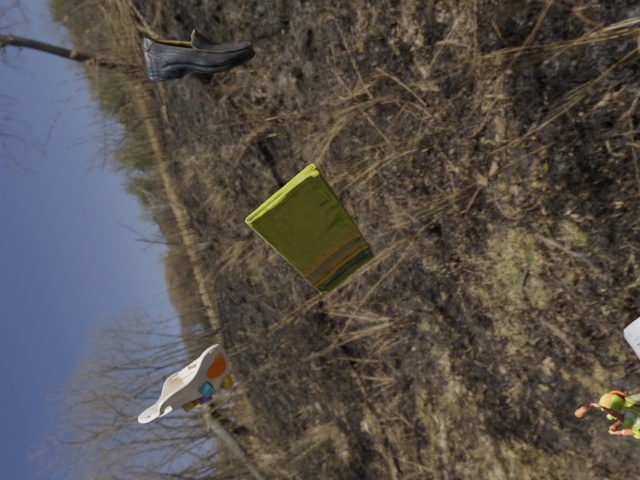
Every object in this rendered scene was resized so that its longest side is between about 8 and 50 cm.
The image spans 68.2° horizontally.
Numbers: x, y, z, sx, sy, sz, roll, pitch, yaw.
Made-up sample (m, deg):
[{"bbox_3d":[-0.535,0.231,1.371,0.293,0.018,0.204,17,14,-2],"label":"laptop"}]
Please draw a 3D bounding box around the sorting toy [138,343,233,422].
[{"bbox_3d":[-0.132,0.145,0.449,0.083,0.075,0.044,-38,81,37],"label":"sorting toy"}]

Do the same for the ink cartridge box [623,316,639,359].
[{"bbox_3d":[0.507,0.164,0.414,0.072,0.308,0.303,69,-177,-57],"label":"ink cartridge box"}]

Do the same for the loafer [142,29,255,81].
[{"bbox_3d":[-0.186,-0.291,0.728,0.062,0.170,0.061,-126,24,-52],"label":"loafer"}]

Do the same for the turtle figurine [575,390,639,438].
[{"bbox_3d":[0.538,0.283,0.731,0.218,0.087,0.270,12,164,43],"label":"turtle figurine"}]

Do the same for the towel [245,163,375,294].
[{"bbox_3d":[0.000,0.000,0.610,0.021,0.102,0.237,48,179,33],"label":"towel"}]
